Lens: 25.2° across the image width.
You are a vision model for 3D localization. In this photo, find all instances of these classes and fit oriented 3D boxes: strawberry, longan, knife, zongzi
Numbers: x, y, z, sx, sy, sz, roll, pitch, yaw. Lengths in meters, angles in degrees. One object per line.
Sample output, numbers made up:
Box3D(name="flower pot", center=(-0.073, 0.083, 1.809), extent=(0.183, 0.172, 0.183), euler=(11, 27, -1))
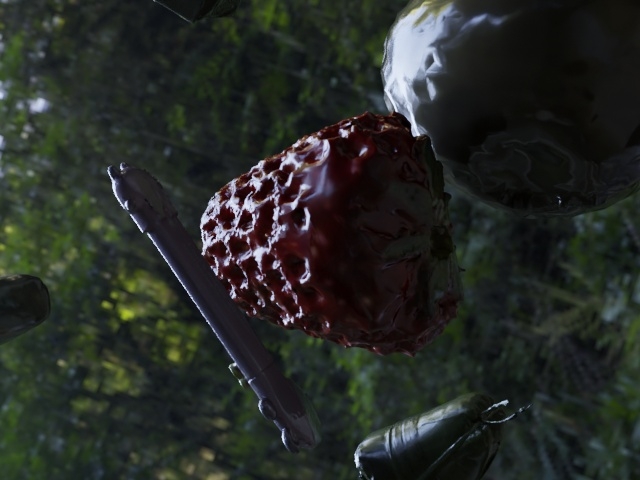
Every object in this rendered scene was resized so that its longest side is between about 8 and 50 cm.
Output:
Box3D(name="strawberry", center=(0.000, 0.000, 1.860), extent=(0.295, 0.345, 0.317), euler=(-76, -27, -53))
Box3D(name="longan", center=(0.316, -0.224, 1.977), extent=(0.404, 0.436, 0.404), euler=(57, -166, -23))
Box3D(name="knife", center=(-0.122, 0.078, 1.652), extent=(0.038, 0.399, 0.132), euler=(-33, 0, 14))
Box3D(name="zongzi", center=(0.115, 0.178, 1.047), extent=(0.130, 0.154, 0.062), euler=(63, -152, 0))

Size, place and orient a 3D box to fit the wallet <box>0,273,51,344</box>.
Box3D(name="wallet", center=(-0.424, 0.121, 1.228), extent=(0.252, 0.360, 0.083), euler=(-22, -91, -54))

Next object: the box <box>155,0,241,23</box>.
Box3D(name="box", center=(-0.178, -0.359, 1.542), extent=(0.155, 0.231, 0.149), euler=(-62, -7, 18))
